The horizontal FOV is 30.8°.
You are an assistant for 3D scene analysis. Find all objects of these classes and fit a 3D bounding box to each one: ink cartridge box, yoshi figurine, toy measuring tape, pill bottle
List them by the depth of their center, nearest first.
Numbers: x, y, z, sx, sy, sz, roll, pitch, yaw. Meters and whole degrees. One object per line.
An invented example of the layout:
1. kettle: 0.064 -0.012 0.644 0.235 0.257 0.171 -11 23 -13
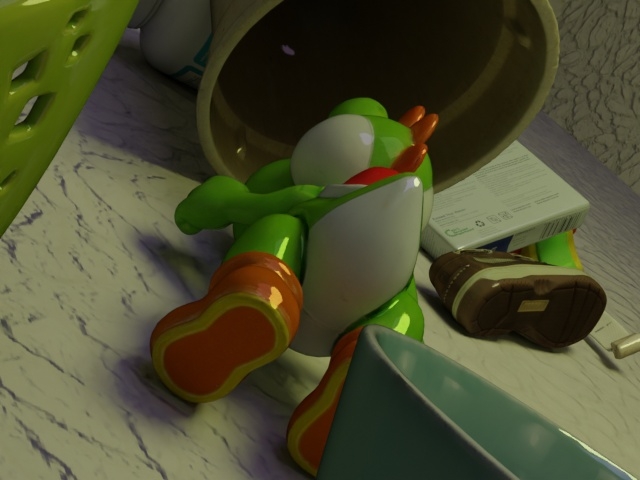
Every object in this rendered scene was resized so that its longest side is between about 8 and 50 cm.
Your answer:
1. yoshi figurine: -0.009 0.022 0.858 0.203 0.203 0.362 -3 29 13
2. pill bottle: -0.102 -0.233 1.321 0.264 0.146 0.146 25 19 -31
3. ink cartridge box: 0.172 -0.070 1.405 0.223 0.045 0.224 -17 50 -32
4. toy measuring tape: 0.295 0.010 1.451 0.121 0.121 0.330 22 21 -37

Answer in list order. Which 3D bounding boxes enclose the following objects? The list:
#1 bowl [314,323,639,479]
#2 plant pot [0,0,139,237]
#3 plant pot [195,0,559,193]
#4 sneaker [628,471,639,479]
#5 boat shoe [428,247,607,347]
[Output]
1. bowl: 0.102 0.188 0.484 0.311 0.163 0.311 33 4 -3
2. plant pot: -0.249 -0.091 0.546 0.227 0.228 0.207 35 23 -3
3. plant pot: 0.021 -0.245 1.123 0.334 0.334 0.305 20 41 -40
4. sneaker: 0.236 0.253 0.794 0.094 0.080 0.212 41 21 -23
5. boat shoe: 0.213 0.050 1.246 0.257 0.095 0.095 14 20 -48
